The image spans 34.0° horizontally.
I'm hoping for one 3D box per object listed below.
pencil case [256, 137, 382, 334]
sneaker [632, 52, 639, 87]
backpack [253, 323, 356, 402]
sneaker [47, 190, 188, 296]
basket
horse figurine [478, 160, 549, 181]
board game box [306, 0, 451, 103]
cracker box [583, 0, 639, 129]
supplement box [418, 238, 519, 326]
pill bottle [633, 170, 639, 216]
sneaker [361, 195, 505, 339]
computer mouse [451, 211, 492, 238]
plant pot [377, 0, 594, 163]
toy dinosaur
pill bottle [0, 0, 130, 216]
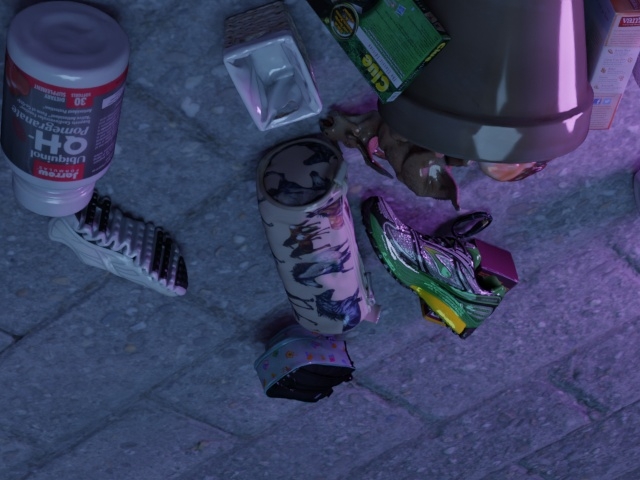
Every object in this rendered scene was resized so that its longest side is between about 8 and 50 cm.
[{"bbox_3d":[0.000,0.000,1.904,0.183,0.160,0.410,2,141,14],"label":"pencil case"},{"bbox_3d":[0.620,-0.381,1.610,0.210,0.137,0.366,-6,144,-5],"label":"sneaker"},{"bbox_3d":[-0.044,0.259,2.198,0.166,0.144,0.188,-39,154,32],"label":"backpack"},{"bbox_3d":[-0.366,0.017,1.913,0.118,0.110,0.292,-30,128,33],"label":"sneaker"},{"bbox_3d":[-0.075,-0.272,1.625,0.113,0.103,0.167,-17,138,9],"label":"basket"},{"bbox_3d":[0.319,-0.176,1.838,0.174,0.066,0.263,-30,133,14],"label":"horse figurine"},{"bbox_3d":[0.063,-0.336,1.484,0.136,0.260,0.030,-44,163,32],"label":"board game box"},{"bbox_3d":[0.433,-0.309,1.636,0.067,0.156,0.232,-2,139,-8],"label":"cracker box"},{"bbox_3d":[0.298,0.093,2.128,0.104,0.081,0.188,21,131,-29],"label":"supplement box"},{"bbox_3d":[0.733,-0.091,1.945,0.264,0.153,0.153,-16,139,7],"label":"pill bottle"},{"bbox_3d":[0.209,0.027,1.980,0.146,0.134,0.343,-44,111,13],"label":"sneaker"},{"bbox_3d":[0.249,0.025,2.064,0.071,0.041,0.242,30,127,-19],"label":"computer mouse"},{"bbox_3d":[0.254,-0.307,1.528,0.323,0.323,0.280,-2,122,-8],"label":"plant pot"},{"bbox_3d":[0.149,-0.140,1.734,0.127,0.296,0.200,-16,152,-41],"label":"toy dinosaur"},{"bbox_3d":[-0.398,-0.190,1.603,0.176,0.176,0.318,5,137,-16],"label":"pill bottle"}]
